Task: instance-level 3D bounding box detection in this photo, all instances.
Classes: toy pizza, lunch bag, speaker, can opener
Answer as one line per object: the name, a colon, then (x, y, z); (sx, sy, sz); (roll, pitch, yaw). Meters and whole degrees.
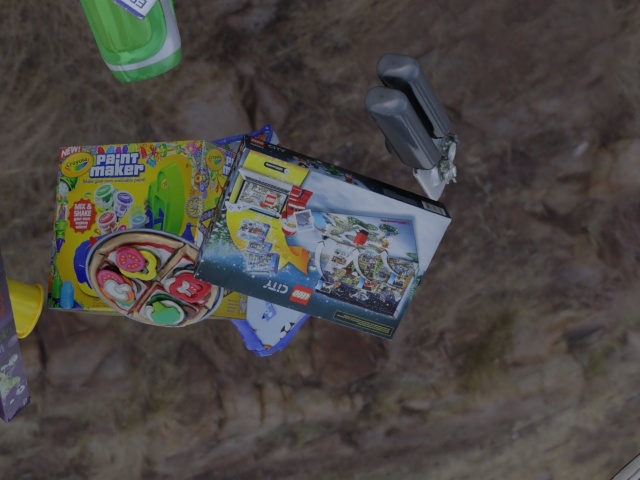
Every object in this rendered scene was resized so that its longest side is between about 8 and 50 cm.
toy pizza: (-0.239, 0.062, 1.459); (0.201, 0.032, 0.201); (4, 134, 5)
lunch bag: (-0.140, 0.003, 2.121); (0.239, 0.385, 0.327); (-15, 125, 24)
speaker: (-0.305, -0.393, 1.524); (0.131, 0.131, 0.296); (-20, 119, -6)
can opener: (0.095, -0.115, 1.107); (0.093, 0.074, 0.280); (14, 169, 19)

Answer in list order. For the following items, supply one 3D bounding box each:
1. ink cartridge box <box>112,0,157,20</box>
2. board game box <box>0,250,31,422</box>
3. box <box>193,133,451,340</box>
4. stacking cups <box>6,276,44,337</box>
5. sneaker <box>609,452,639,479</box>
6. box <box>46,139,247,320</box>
ink cartridge box: (-0.195, -0.357, 0.969); (0.224, 0.223, 0.045); (-55, -173, -2)
board game box: (-0.445, 0.063, 1.209); (0.056, 0.208, 0.346); (-49, 163, -34)
box: (0.000, 0.000, 1.089); (0.233, 0.044, 0.159); (19, 113, -13)
stacking cups: (-0.596, 0.060, 1.593); (0.316, 0.096, 0.096); (25, 126, -32)
sneaker: (0.167, 0.180, 0.428); (0.226, 0.086, 0.163); (-50, -163, -23)
box: (-0.281, -0.012, 1.719); (0.290, 0.279, 0.177); (-1, 172, 26)
